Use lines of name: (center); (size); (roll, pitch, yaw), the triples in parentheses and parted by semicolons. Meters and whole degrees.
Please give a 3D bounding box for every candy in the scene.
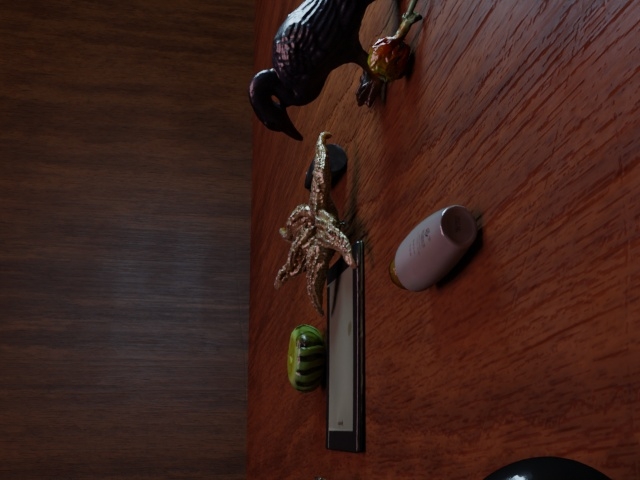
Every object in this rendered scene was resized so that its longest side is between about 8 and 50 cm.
candy: (0.116, -0.300, 1.050); (0.060, 0.060, 0.201); (-98, 24, -45)

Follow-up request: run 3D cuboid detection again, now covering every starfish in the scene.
starfish: (-0.005, 0.011, 1.429); (0.293, 0.084, 0.302); (118, 143, -45)

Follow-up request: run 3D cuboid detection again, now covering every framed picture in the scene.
framed picture: (0.040, 0.195, 1.393); (0.265, 0.016, 0.347); (128, 144, -72)

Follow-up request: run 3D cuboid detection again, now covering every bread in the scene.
bread: (-0.027, 0.237, 1.587); (0.130, 0.071, 0.139); (-115, 28, -74)

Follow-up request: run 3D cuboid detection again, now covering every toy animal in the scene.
toy animal: (0.015, -0.289, 1.214); (0.298, 0.185, 0.122); (-60, 18, 27)

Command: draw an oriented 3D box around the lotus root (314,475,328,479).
lotus root: (-0.005, 0.487, 1.250); (0.125, 0.118, 0.221); (110, 170, -85)

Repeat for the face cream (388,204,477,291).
face cream: (0.124, 0.012, 0.889); (0.182, 0.051, 0.072); (123, 147, -68)

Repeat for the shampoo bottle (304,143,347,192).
shampoo bottle: (0.003, -0.137, 1.569); (0.208, 0.057, 0.064); (135, 137, -74)

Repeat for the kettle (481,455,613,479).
kettle: (0.124, 0.262, 0.439); (0.251, 0.207, 0.271); (131, 149, -84)
